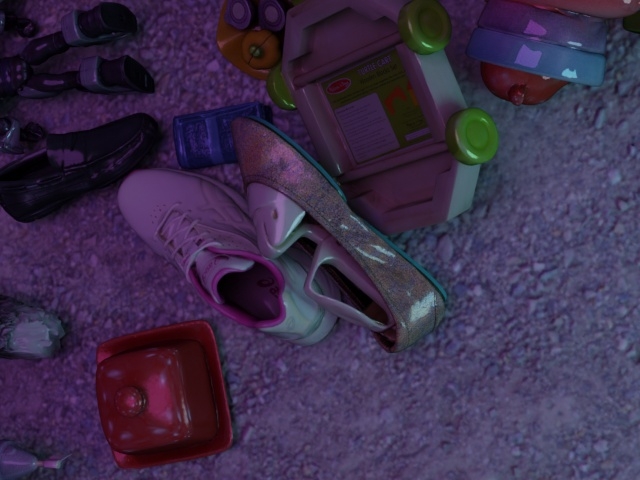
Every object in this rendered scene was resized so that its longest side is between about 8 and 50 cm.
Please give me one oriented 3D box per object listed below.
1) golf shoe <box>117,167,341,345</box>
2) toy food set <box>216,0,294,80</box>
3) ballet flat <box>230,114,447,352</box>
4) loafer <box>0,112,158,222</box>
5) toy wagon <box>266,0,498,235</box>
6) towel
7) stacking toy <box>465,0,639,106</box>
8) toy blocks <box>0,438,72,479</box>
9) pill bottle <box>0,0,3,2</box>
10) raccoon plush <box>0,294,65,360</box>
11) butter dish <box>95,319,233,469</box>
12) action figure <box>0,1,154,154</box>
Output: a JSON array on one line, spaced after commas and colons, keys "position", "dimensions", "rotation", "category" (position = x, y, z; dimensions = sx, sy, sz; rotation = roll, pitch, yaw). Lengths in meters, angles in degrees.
[{"position": [-0.118, 0.008, 1.504], "dimensions": [0.306, 0.140, 0.115], "rotation": [33, 101, 18], "category": "golf shoe"}, {"position": [-0.046, -0.283, 1.508], "dimensions": [0.128, 0.071, 0.218], "rotation": [28, 106, 10], "category": "toy food set"}, {"position": [0.000, 0.000, 1.434], "dimensions": [0.316, 0.107, 0.106], "rotation": [42, 68, -1], "category": "ballet flat"}, {"position": [-0.295, -0.095, 1.590], "dimensions": [0.223, 0.078, 0.076], "rotation": [-26, 39, 17], "category": "loafer"}, {"position": [0.046, -0.175, 1.400], "dimensions": [0.267, 0.068, 0.344], "rotation": [-15, 101, 55], "category": "toy wagon"}, {"position": [-0.114, -0.122, 1.565], "dimensions": [0.119, 0.029, 0.067], "rotation": [-8, 86, 18], "category": "towel"}, {"position": [0.278, -0.177, 1.314], "dimensions": [0.280, 0.309, 0.130], "rotation": [14, 100, 8], "category": "stacking toy"}, {"position": [-0.468, 0.273, 1.498], "dimensions": [0.260, 0.288, 0.309], "rotation": [-2, 104, 25], "category": "toy blocks"}, {"position": [-0.460, -0.335, 1.607], "dimensions": [0.246, 0.130, 0.130], "rotation": [-14, 83, -9], "category": "pill bottle"}, {"position": [-0.530, -0.008, 1.663], "dimensions": [0.446, 0.216, 0.299], "rotation": [7, 75, -10], "category": "raccoon plush"}, {"position": [-0.198, 0.181, 1.534], "dimensions": [0.160, 0.118, 0.159], "rotation": [-13, 85, 17], "category": "butter dish"}, {"position": [-0.352, -0.201, 1.614], "dimensions": [0.285, 0.099, 0.185], "rotation": [-9, 89, 20], "category": "action figure"}]
